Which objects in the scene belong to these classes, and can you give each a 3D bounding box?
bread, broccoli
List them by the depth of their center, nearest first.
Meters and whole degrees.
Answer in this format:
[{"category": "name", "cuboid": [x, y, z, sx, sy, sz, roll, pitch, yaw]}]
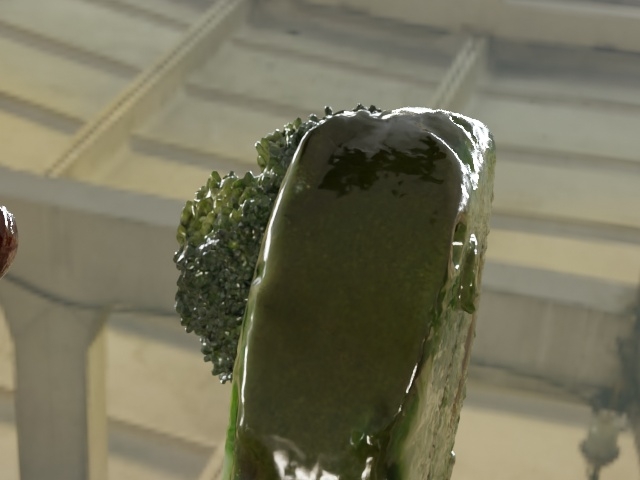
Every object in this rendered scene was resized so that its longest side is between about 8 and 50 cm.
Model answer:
[{"category": "bread", "cuboid": [0.033, 0.101, 1.000, 0.129, 0.382, 0.366, 11, -127, 9]}, {"category": "broccoli", "cuboid": [-0.021, 0.003, 1.513, 0.249, 0.375, 0.302, 12, -137, -2]}]

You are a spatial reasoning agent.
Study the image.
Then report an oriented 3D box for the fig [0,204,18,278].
[{"category": "fig", "cuboid": [-0.383, 0.011, 1.594, 0.128, 0.128, 0.150, -14, -124, -27]}]
